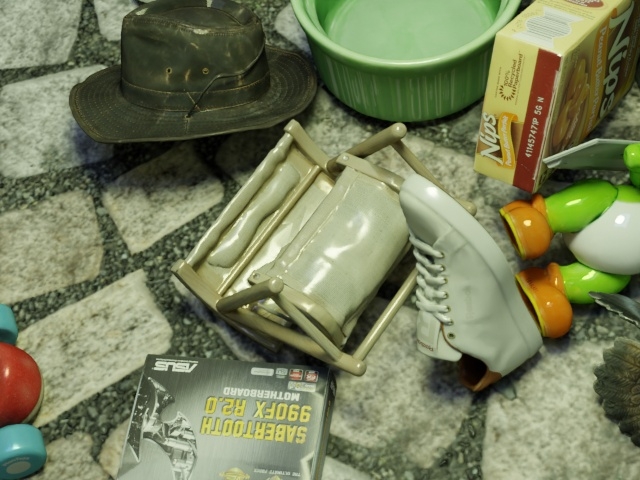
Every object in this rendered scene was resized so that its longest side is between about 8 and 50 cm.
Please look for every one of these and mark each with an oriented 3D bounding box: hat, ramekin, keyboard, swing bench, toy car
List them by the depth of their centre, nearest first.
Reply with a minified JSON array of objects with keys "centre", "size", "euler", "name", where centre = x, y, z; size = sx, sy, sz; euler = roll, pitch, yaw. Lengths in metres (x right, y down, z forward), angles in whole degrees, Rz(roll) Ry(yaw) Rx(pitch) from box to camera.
[{"centre":[0.352,-0.100,1.533],"size":[0.072,0.256,0.014],"euler":[-29,74,37],"name":"keyboard"},{"centre":[-0.456,0.159,1.543],"size":[0.210,0.238,0.219],"euler":[-21,58,-1],"name":"toy car"},{"centre":[0.000,0.000,1.571],"size":[0.253,0.165,0.255],"euler":[-53,28,-18],"name":"swing bench"},{"centre":[-0.173,-0.244,1.722],"size":[0.331,0.134,0.331],"euler":[-4,33,3],"name":"hat"},{"centre":[0.117,-0.302,1.738],"size":[0.303,0.148,0.303],"euler":[-3,58,5],"name":"ramekin"}]

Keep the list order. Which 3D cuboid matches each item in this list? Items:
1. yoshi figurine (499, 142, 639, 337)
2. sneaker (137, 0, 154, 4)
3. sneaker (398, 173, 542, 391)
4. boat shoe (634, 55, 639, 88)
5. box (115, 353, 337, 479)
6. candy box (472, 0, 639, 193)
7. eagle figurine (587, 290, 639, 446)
[{"centre":[0.403,-0.011,1.501],"size":[0.362,0.203,0.203],"euler":[-18,66,-1],"name":"yoshi figurine"},{"centre":[-0.148,-0.427,1.858],"size":[0.296,0.178,0.123],"euler":[-10,59,6],"name":"sneaker"},{"centre":[0.145,0.060,1.454],"size":[0.123,0.290,0.106],"euler":[-41,33,-11],"name":"sneaker"},{"centre":[0.498,-0.195,1.600],"size":[0.103,0.118,0.320],"euler":[-6,23,-25],"name":"boat shoe"},{"centre":[-0.109,0.231,1.535],"size":[0.231,0.056,0.183],"euler":[4,60,14],"name":"box"},{"centre":[0.297,-0.211,1.567],"size":[0.087,0.183,0.316],"euler":[24,40,23],"name":"candy box"},{"centre":[0.438,0.136,1.369],"size":[0.298,0.225,0.226],"euler":[-9,100,4],"name":"eagle figurine"}]
